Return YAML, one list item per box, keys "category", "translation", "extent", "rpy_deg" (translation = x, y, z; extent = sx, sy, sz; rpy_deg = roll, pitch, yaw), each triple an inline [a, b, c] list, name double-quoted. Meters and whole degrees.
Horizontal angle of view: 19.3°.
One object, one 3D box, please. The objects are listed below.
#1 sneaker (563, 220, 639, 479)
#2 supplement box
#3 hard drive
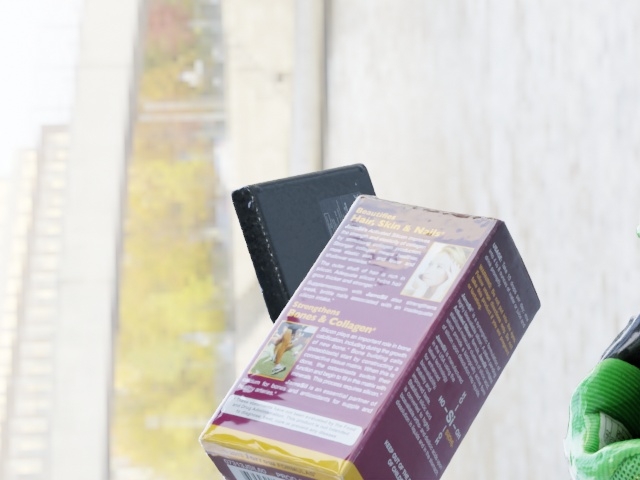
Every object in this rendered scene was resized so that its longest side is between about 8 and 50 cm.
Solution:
- category: "sneaker"
  translation: [0.154, 0.105, 0.756]
  extent: [0.134, 0.146, 0.343]
  rpy_deg: [-116, 28, -57]
- category: "supplement box"
  translation: [0.031, 0.073, 1.059]
  extent: [0.188, 0.104, 0.081]
  rpy_deg: [-56, -43, -28]
- category: "hard drive"
  translation: [0.000, 0.000, 1.285]
  extent: [0.135, 0.022, 0.094]
  rpy_deg: [-14, -95, -54]
